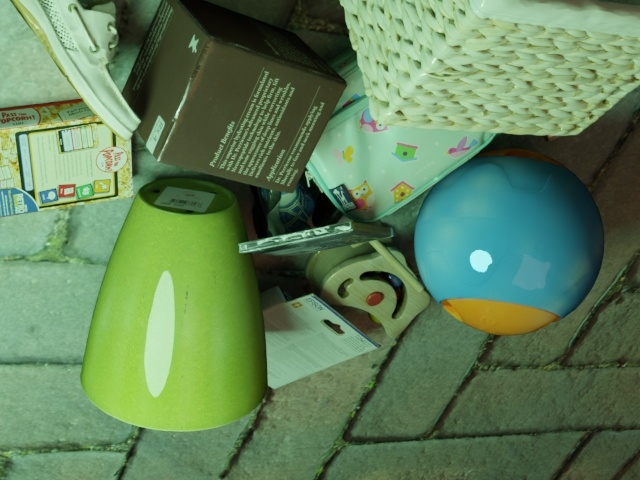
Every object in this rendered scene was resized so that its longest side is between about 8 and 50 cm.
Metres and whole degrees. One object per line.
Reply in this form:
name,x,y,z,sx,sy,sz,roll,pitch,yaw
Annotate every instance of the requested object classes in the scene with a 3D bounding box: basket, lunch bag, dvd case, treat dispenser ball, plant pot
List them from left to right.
plant pot,-0.196,0.071,1.509,0.274,0.275,0.294,-3,117,-23
dvd case,0.000,0.000,1.508,0.164,0.018,0.221,-12,175,18
lunch bag,0.088,-0.170,1.463,0.279,0.108,0.224,-34,114,4
basket,0.216,-0.319,1.228,0.331,0.328,0.266,-2,154,-27
treat dispenser ball,0.289,0.001,1.634,0.288,0.288,0.288,-14,136,-14

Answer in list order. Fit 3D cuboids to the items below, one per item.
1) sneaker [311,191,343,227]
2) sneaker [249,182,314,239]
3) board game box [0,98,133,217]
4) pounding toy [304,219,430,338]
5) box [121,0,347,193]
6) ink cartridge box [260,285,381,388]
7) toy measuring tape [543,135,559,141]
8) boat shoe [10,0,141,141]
sneaker,0.067,-0.087,1.602,0.086,0.064,0.192,14,121,-30
sneaker,-0.055,-0.070,1.560,0.081,0.080,0.211,-20,147,-17
board game box,-0.346,-0.109,1.391,0.193,0.045,0.147,-9,135,-18
pounding toy,0.078,0.078,1.704,0.154,0.155,0.269,-33,134,4
box,-0.111,-0.184,1.328,0.203,0.167,0.168,13,115,-35
ink cartridge box,-0.049,0.155,1.755,0.224,0.045,0.223,-23,141,23
toy measuring tape,0.351,-0.243,1.556,0.121,0.121,0.330,-24,138,-3
boat shoe,-0.274,-0.242,1.221,0.096,0.098,0.277,-36,118,-7
